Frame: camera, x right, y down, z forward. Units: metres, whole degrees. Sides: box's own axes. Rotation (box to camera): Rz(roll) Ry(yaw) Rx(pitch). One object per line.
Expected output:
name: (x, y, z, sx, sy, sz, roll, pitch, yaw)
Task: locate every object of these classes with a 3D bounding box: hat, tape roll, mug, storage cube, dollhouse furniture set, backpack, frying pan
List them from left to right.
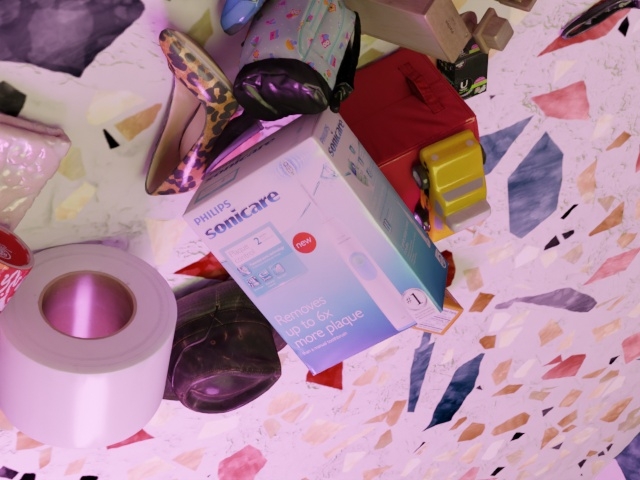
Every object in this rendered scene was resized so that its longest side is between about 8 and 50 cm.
mug: (-0.455, 0.062, 1.283, 0.169, 0.113, 0.150, -48, 148, 15)
tape roll: (-0.332, 0.146, 1.449, 0.246, 0.246, 0.169, -11, 138, -27)
hat: (-0.157, 0.204, 1.736, 0.331, 0.134, 0.331, -20, 140, -17)
backpack: (-0.025, -0.248, 1.294, 0.115, 0.151, 0.182, 48, 54, -44)
storage cube: (0.108, -0.136, 1.509, 0.193, 0.184, 0.215, -27, 144, -6)
dollhouse furniture set: (0.174, -0.432, 1.338, 0.356, 0.173, 0.303, -58, 143, -8)
frying pan: (0.539, -0.426, 1.621, 0.326, 0.053, 0.197, -20, 141, -22)

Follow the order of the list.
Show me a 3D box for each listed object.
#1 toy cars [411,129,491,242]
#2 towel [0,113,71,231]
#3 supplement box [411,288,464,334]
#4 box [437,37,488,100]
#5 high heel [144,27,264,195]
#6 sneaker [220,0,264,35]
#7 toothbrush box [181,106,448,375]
toy cars: (0.135, 0.018, 1.479, 0.176, 0.087, 0.394, 9, 128, -41)
towel: (-0.510, -0.034, 1.255, 0.317, 0.053, 0.332, 12, 125, -51)
supplement box: (0.163, 0.113, 1.917, 0.233, 0.078, 0.080, 19, 116, -48)
box: (0.215, -0.260, 1.557, 0.062, 0.052, 0.083, -24, 141, -15)
high heel: (-0.194, -0.155, 1.339, 0.186, 0.093, 0.261, -37, 149, 2)
sneaker: (-0.079, -0.345, 1.249, 0.082, 0.069, 0.209, 30, 126, -15)
toothbrush box: (0.000, 0.000, 1.363, 0.216, 0.126, 0.295, -28, 110, 24)
